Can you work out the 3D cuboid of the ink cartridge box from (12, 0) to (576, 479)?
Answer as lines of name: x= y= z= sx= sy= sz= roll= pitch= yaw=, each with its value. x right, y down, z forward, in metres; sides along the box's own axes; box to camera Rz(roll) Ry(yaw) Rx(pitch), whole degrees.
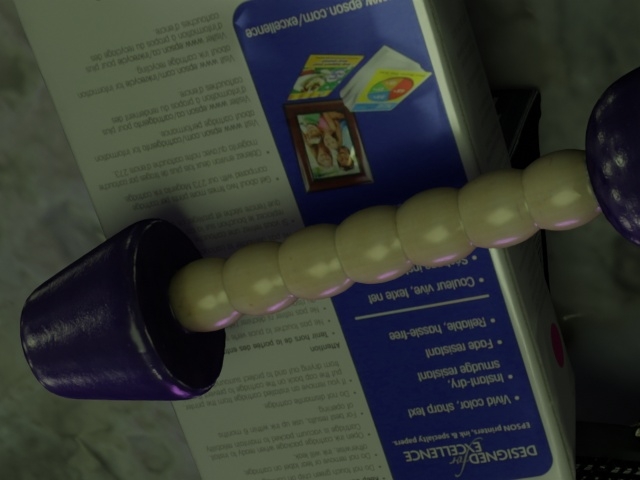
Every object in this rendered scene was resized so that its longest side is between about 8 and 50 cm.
ink cartridge box: x=0.000 y=0.000 z=0.665 sx=0.176 sy=0.069 sz=0.371 roll=-11 pitch=108 yaw=21

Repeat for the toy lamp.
toy lamp: x=0.006 y=0.009 z=0.590 sx=0.275 sy=0.080 sz=0.080 roll=-15 pitch=112 yaw=23

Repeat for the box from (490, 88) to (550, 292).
box: x=0.031 y=0.013 z=0.756 sx=0.158 sy=0.093 sz=0.156 roll=0 pitch=118 yaw=18

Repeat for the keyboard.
keyboard: x=0.163 y=0.122 z=0.750 sx=0.192 sy=0.038 sz=0.100 roll=8 pitch=130 yaw=-29
